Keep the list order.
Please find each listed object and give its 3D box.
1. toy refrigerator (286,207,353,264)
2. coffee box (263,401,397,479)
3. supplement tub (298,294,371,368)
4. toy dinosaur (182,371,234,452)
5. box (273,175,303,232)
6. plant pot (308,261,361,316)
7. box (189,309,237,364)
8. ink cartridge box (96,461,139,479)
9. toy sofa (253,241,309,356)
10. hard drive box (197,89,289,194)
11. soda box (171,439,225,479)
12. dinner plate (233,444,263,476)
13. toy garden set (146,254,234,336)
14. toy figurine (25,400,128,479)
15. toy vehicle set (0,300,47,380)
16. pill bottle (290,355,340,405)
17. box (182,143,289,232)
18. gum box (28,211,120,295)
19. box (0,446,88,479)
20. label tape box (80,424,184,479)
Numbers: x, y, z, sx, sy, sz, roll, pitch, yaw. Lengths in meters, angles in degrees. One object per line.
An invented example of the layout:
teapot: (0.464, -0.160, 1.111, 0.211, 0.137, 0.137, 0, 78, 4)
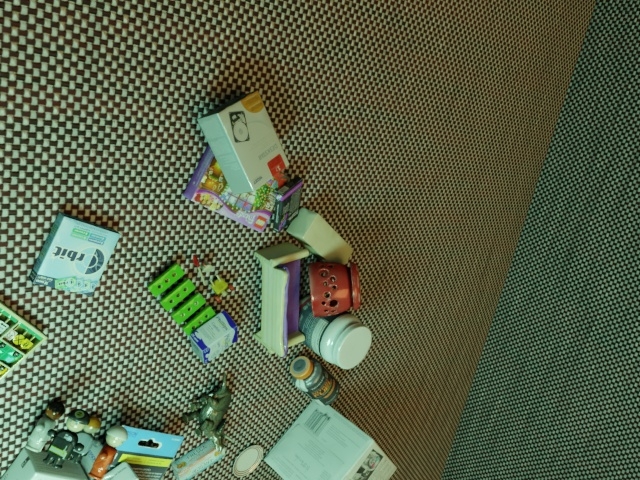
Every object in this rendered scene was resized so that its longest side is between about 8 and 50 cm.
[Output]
toy refrigerator: (0.000, 0.000, 1.960, 0.102, 0.094, 0.269, -58, 139, -10)
coffee box: (0.048, 0.922, 2.286, 0.338, 0.338, 0.334, -48, 136, -16)
supplement tub: (0.033, 0.329, 2.021, 0.191, 0.272, 0.191, -22, 124, -36)
toy dinosaur: (-0.369, 0.574, 1.901, 0.160, 0.121, 0.313, -2, 107, -56)
box: (-0.107, -0.116, 1.790, 0.116, 0.029, 0.162, -44, 153, -43)
plant pot: (0.051, 0.166, 1.919, 0.174, 0.191, 0.191, -3, 120, 2)
box: (-0.339, 0.311, 1.770, 0.137, 0.072, 0.126, -36, 160, -26)
ink cartridge box: (-0.590, 0.774, 1.620, 0.148, 0.086, 0.203, -31, 132, -31)
toy sofa: (-0.119, 0.203, 1.884, 0.150, 0.177, 0.362, -16, 120, -37)
hard drive box: (-0.209, -0.273, 1.545, 0.181, 0.089, 0.232, -47, 122, -42)
soda box: (-0.430, 0.775, 1.961, 0.183, 0.058, 0.062, -24, 126, -33)
dinner plate: (-0.287, 0.862, 2.172, 0.141, 0.017, 0.141, -20, 122, -35)
toy garden set: (-0.390, 0.147, 1.693, 0.204, 0.049, 0.244, -42, 133, -18)
toy figurine: (-0.663, 0.536, 1.511, 0.213, 0.210, 0.148, 42, 63, -40)
toy vehicle set: (-0.818, 0.218, 1.326, 0.166, 0.035, 0.266, -47, 135, -16)
pill bottle: (-0.028, 0.545, 2.177, 0.130, 0.130, 0.245, -50, 135, -13)
box: (-0.245, -0.164, 1.664, 0.293, 0.057, 0.200, 26, 91, -47)
gum box: (-0.625, 0.038, 1.415, 0.157, 0.041, 0.184, 23, 93, -47)
box: (-0.784, 0.700, 1.539, 0.181, 0.119, 0.182, -56, 136, -7)
label tape box: (-0.623, 0.719, 1.712, 0.249, 0.115, 0.347, 35, 83, -48)
